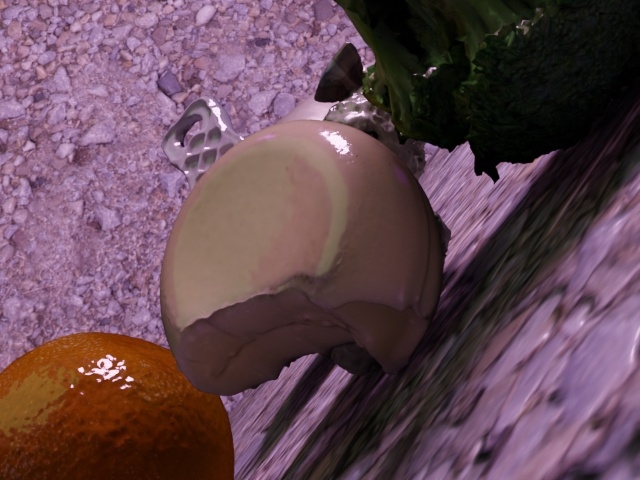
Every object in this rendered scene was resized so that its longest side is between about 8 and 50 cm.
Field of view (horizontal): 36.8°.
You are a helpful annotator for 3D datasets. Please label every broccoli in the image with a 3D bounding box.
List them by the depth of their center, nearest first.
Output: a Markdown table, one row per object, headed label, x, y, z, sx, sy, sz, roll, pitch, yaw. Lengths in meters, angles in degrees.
| label | x | y | z | sx | sy | sz | roll | pitch | yaw |
| --- | --- | --- | --- | --- | --- | --- | --- | --- | --- |
| broccoli | 0.067 | -0.179 | 0.458 | 0.269 | 0.269 | 0.254 | -51 | 6 | -10 |

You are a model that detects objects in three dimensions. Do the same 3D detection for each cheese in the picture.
| label | x | y | z | sx | sy | sz | roll | pitch | yaw |
| --- | --- | --- | --- | --- | --- | --- | --- | --- | --- |
| cheese | -0.023 | -0.025 | 0.539 | 0.163 | 0.070 | 0.249 | -34 | 44 | 23 |

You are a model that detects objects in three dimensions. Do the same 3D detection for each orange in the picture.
| label | x | y | z | sx | sy | sz | roll | pitch | yaw |
| --- | --- | --- | --- | --- | --- | --- | --- | --- | --- |
| orange | -0.156 | 0.162 | 0.661 | 0.206 | 0.206 | 0.206 | -51 | 0 | -1 |

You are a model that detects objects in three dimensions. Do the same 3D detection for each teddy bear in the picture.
| label | x | y | z | sx | sy | sz | roll | pitch | yaw |
| --- | --- | --- | --- | --- | --- | --- | --- | --- | --- |
| teddy bear | 0.031 | -0.006 | 0.612 | 0.111 | 0.133 | 0.213 | 38 | -119 | -49 |

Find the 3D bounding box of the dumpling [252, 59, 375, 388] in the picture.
| label | x | y | z | sx | sy | sz | roll | pitch | yaw |
| --- | --- | --- | --- | --- | --- | --- | --- | --- | --- |
| dumpling | -0.001 | 0.003 | 0.935 | 0.260 | 0.181 | 0.341 | 96 | 176 | -51 |
